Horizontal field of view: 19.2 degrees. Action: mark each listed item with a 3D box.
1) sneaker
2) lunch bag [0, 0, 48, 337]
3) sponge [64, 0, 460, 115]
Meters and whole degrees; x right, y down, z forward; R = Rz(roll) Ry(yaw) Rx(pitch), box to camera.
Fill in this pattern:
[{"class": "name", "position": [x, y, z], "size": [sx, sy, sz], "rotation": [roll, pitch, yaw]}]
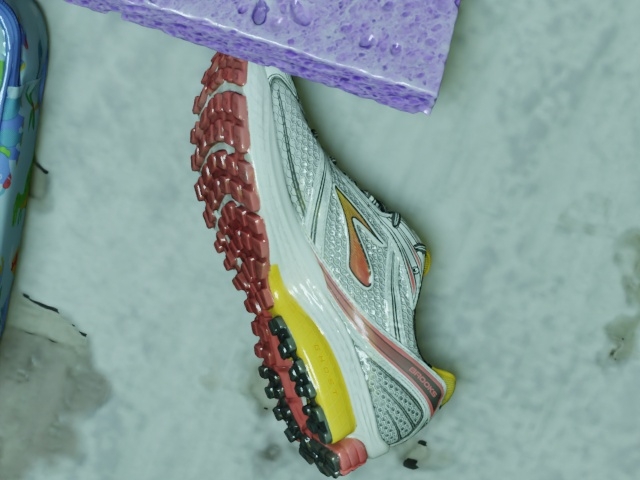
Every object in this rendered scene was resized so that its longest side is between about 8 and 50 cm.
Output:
[{"class": "sneaker", "position": [0.000, 0.000, 0.952], "size": [0.092, 0.088, 0.225], "rotation": [-22, 100, -20]}, {"class": "lunch bag", "position": [-0.235, -0.032, 0.934], "size": [0.176, 0.090, 0.219], "rotation": [12, 101, 2]}, {"class": "sponge", "position": [-0.031, -0.145, 0.908], "size": [0.210, 0.031, 0.117], "rotation": [17, 69, -3]}]
